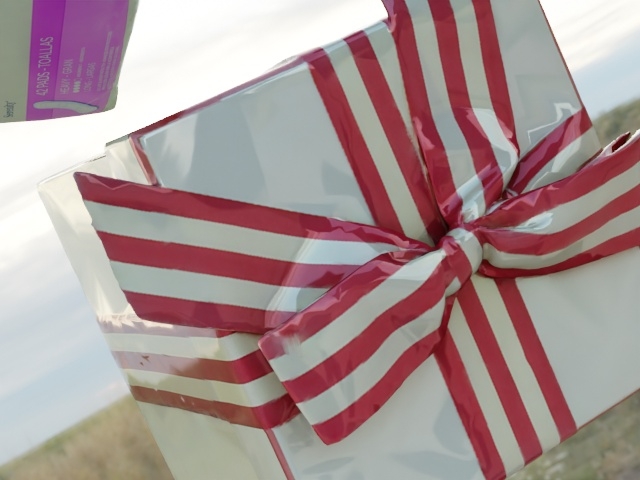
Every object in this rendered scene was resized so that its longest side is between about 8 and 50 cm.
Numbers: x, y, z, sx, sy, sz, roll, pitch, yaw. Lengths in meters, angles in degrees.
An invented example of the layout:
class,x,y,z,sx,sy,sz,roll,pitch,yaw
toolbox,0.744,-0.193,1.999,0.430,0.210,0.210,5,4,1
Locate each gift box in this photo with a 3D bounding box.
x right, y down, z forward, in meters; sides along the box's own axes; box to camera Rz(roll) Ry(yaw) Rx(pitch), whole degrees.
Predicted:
class,x,y,z,sx,sy,sz,roll,pitch,yaw
gift box,0.000,0.000,0.660,0.255,0.276,0.258,-33,12,-23

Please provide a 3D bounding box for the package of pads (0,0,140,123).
class,x,y,z,sx,sy,sz,roll,pitch,yaw
package of pads,-0.205,-0.134,0.605,0.229,0.101,0.296,-7,-13,-15
